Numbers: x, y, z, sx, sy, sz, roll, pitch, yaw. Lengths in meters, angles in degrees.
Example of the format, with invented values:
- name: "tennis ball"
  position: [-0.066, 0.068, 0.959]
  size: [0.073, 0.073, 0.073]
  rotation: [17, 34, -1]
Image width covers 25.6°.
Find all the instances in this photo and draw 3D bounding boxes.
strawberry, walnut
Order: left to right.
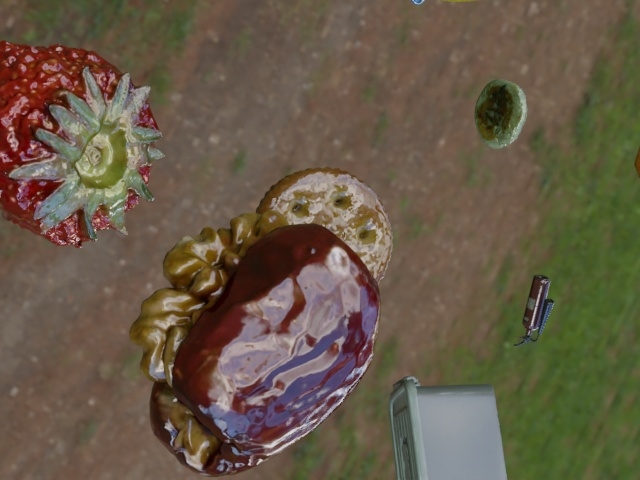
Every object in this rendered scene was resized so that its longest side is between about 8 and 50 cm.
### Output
- name: "strawberry"
  position: [-0.397, -0.139, 1.964]
  size: [0.292, 0.343, 0.292]
  rotation: [-12, 107, -43]
- name: "walnut"
  position: [-0.077, 0.104, 1.499]
  size: [0.269, 0.244, 0.221]
  rotation: [-48, -163, -29]

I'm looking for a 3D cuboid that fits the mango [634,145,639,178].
- name: "mango"
  position: [0.523, -0.076, 1.759]
  size: [0.359, 0.187, 0.144]
  rotation: [25, 58, -56]

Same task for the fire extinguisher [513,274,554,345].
- name: "fire extinguisher"
  position: [0.293, 0.099, 1.891]
  size: [0.032, 0.046, 0.100]
  rotation: [-5, 111, -48]

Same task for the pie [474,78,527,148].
- name: "pie"
  position: [0.214, -0.150, 1.683]
  size: [0.017, 0.085, 0.085]
  rotation: [0, 119, -39]

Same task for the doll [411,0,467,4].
- name: "doll"
  position: [0.260, -0.456, 2.345]
  size: [0.363, 0.199, 0.145]
  rotation: [-9, -131, 57]

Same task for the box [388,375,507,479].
- name: "box"
  position: [0.184, 0.315, 2.012]
  size: [0.163, 0.135, 0.243]
  rotation: [113, -28, -71]

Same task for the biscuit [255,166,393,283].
- name: "biscuit"
  position: [0.000, 0.000, 2.050]
  size: [0.220, 0.220, 0.066]
  rotation: [-61, -165, -6]
